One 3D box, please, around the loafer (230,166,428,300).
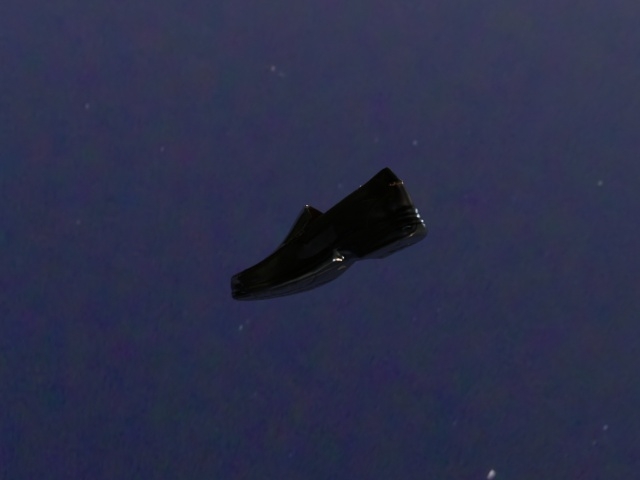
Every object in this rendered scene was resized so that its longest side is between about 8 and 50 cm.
[{"bbox_3d":[0.000,0.000,0.948,0.170,0.062,0.061,-23,-101,15],"label":"loafer"}]
